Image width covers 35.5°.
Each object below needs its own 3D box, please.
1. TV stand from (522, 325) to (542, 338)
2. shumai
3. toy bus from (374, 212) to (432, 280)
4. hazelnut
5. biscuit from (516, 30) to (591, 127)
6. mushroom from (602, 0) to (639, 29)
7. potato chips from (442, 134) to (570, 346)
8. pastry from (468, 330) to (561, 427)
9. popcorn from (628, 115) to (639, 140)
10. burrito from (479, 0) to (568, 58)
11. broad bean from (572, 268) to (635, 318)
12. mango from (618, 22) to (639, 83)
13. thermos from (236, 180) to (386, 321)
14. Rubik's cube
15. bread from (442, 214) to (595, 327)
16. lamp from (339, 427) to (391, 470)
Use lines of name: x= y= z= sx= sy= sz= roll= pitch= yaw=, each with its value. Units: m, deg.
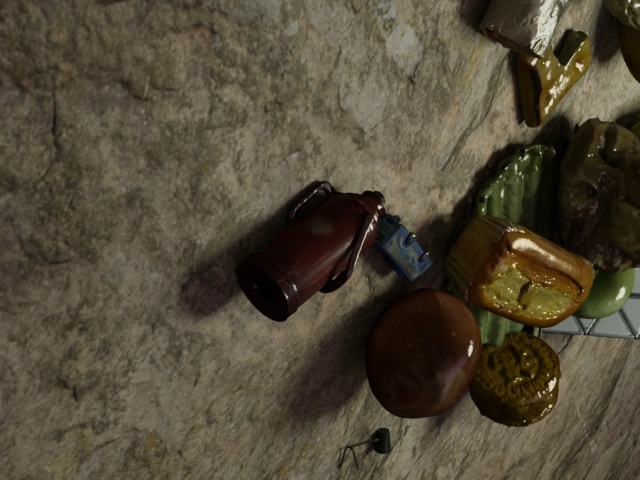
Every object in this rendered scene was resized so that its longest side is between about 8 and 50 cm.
TV stand: x=0.441 y=0.171 z=2.085 sx=0.042 sy=0.036 sz=0.249 roll=-34 pitch=139 yaw=-36
shumai: x=0.578 y=-0.051 z=1.779 sx=0.267 sy=0.262 sz=0.314 roll=-53 pitch=141 yaw=-32
toy bus: x=0.121 y=0.010 z=1.521 sx=0.061 sy=0.051 sz=0.153 roll=-44 pitch=146 yaw=-1
hazelnut: x=0.163 y=0.183 z=1.578 sx=0.176 sy=0.214 sz=0.214 roll=17 pitch=105 yaw=-14
biscuit: x=0.387 y=-0.294 z=1.651 sx=0.183 sy=0.039 sz=0.174 roll=-46 pitch=143 yaw=-21
mushroom: x=0.529 y=-0.484 z=1.573 sx=0.164 sy=0.190 sz=0.267 roll=28 pitch=124 yaw=-18
potato chips: x=0.350 y=0.009 z=1.814 sx=0.358 sy=0.070 sz=0.429 roll=-27 pitch=132 yaw=-34
pastry: x=0.376 y=0.266 z=1.950 sx=0.188 sy=0.188 sz=0.103 roll=-40 pitch=146 yaw=-27
popcorn: x=0.706 y=-0.149 z=2.032 sx=0.205 sy=0.237 sz=0.251 roll=-21 pitch=164 yaw=-23
burrito: x=0.327 y=-0.412 z=1.419 sx=0.143 sy=0.105 sz=0.299 roll=4 pitch=114 yaw=-50
broad bean: x=0.558 y=0.066 z=2.038 sx=0.228 sy=0.169 sz=0.100 roll=-57 pitch=146 yaw=-23
mango: x=0.621 y=-0.431 z=1.760 sx=0.176 sy=0.175 sz=0.330 roll=-26 pitch=122 yaw=-86
thermos: x=0.001 y=-0.001 z=1.315 sx=0.232 sy=0.099 sz=0.124 roll=-40 pitch=104 yaw=-30
Rubik's cube: x=0.636 y=0.134 z=2.228 sx=0.228 sy=0.228 sz=0.233 roll=-36 pitch=-155 yaw=33
bread: x=0.333 y=0.053 z=1.682 sx=0.288 sy=0.119 sz=0.153 roll=22 pitch=106 yaw=-44
lamp: x=0.085 y=0.363 z=1.763 sx=0.121 sy=0.041 sz=0.054 roll=-21 pitch=123 yaw=-48
